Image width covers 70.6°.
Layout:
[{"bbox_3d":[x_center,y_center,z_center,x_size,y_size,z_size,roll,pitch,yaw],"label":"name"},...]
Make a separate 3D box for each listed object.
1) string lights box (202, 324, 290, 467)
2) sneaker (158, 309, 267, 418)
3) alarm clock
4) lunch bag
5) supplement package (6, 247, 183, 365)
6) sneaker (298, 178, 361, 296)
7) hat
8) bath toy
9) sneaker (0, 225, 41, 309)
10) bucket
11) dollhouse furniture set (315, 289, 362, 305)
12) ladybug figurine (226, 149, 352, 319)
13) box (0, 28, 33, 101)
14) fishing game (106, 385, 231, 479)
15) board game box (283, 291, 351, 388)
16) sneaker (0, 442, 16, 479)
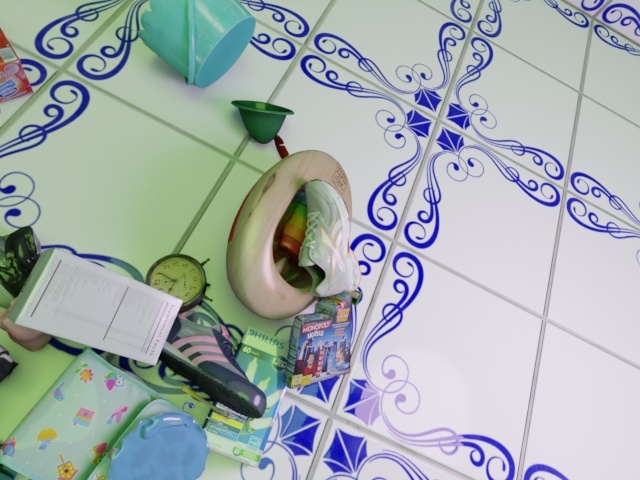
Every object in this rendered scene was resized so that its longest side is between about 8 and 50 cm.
[{"bbox_3d":[-0.152,0.333,0.980,0.134,0.076,0.259,24,63,-5],"label":"string lights box"},{"bbox_3d":[-0.212,0.235,0.923,0.319,0.112,0.131,23,50,28],"label":"sneaker"},{"bbox_3d":[-0.345,0.100,1.024,0.192,0.064,0.129,-2,65,-15],"label":"alarm clock"},{"bbox_3d":[-0.403,0.363,0.847,0.262,0.160,0.223,39,61,-10],"label":"lunch bag"},{"bbox_3d":[-0.412,0.127,0.842,0.244,0.134,0.138,32,68,-33],"label":"supplement package"},{"bbox_3d":[0.000,0.000,0.973,0.121,0.099,0.262,-19,95,-27],"label":"sneaker"},{"bbox_3d":[-0.165,-0.281,1.263,0.173,0.183,0.208,-4,26,-30],"label":"hat"},{"bbox_3d":[-0.579,0.185,0.884,0.348,0.152,0.129,-53,127,-31],"label":"bath toy"},{"bbox_3d":[-0.687,0.007,0.940,0.268,0.101,0.153,44,62,-3],"label":"sneaker"},{"bbox_3d":[-0.318,-0.557,1.198,0.183,0.281,0.281,42,62,-7],"label":"bucket"},{"bbox_3d":[0.048,0.128,1.087,0.059,0.152,0.076,21,85,24],"label":"dollhouse furniture set"},{"bbox_3d":[-0.076,-0.026,1.076,0.305,0.162,0.449,52,54,-34],"label":"ladybug figurine"},{"bbox_3d":[-0.822,-0.465,1.079,0.128,0.122,0.256,-31,80,-26],"label":"box"},{"bbox_3d":[-0.295,0.400,0.824,0.189,0.041,0.264,44,69,-35],"label":"fishing game"},{"bbox_3d":[0.001,0.208,0.997,0.194,0.060,0.193,4,97,-48],"label":"board game box"},{"bbox_3d":[-0.714,0.399,0.774,0.341,0.125,0.139,18,91,-13],"label":"sneaker"}]
